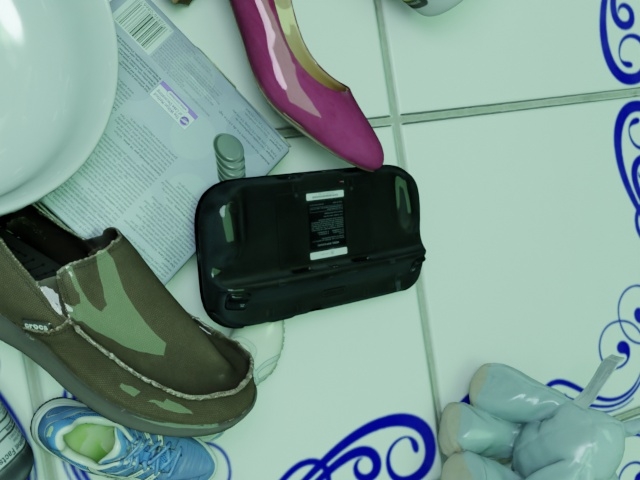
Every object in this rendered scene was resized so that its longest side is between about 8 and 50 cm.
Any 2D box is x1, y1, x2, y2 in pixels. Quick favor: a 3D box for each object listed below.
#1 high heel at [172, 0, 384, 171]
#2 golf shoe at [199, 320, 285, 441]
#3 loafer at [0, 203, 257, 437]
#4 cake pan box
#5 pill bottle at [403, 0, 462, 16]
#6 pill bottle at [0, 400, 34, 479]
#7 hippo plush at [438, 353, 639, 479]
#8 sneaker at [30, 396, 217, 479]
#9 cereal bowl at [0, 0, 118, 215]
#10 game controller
[{"bbox_3d":[-0.019,-0.253,0.828,0.181,0.127,0.377,-42,106,15],"label":"high heel"},{"bbox_3d":[-0.096,0.147,0.837,0.069,0.086,0.176,26,75,9],"label":"golf shoe"},{"bbox_3d":[-0.215,0.062,0.706,0.365,0.134,0.130,29,117,-7],"label":"loafer"},{"bbox_3d":[-0.205,-0.108,0.807,0.267,0.070,0.246,44,71,-18],"label":"cake pan box"},{"bbox_3d":[0.063,-0.436,0.864,0.334,0.188,0.188,32,77,-22],"label":"pill bottle"},{"bbox_3d":[-0.364,0.191,0.697,0.130,0.130,0.246,-32,102,-21],"label":"pill bottle"},{"bbox_3d":[0.305,0.300,0.994,0.294,0.234,0.237,-38,136,-5],"label":"hippo plush"},{"bbox_3d":[-0.207,0.233,0.796,0.211,0.081,0.080,21,79,-24],"label":"sneaker"},{"bbox_3d":[-0.350,-0.173,0.616,0.339,0.141,0.339,11,74,-45],"label":"cereal bowl"},{"bbox_3d":[0.000,0.000,0.876,0.319,0.067,0.167,-9,91,-35],"label":"game controller"}]
